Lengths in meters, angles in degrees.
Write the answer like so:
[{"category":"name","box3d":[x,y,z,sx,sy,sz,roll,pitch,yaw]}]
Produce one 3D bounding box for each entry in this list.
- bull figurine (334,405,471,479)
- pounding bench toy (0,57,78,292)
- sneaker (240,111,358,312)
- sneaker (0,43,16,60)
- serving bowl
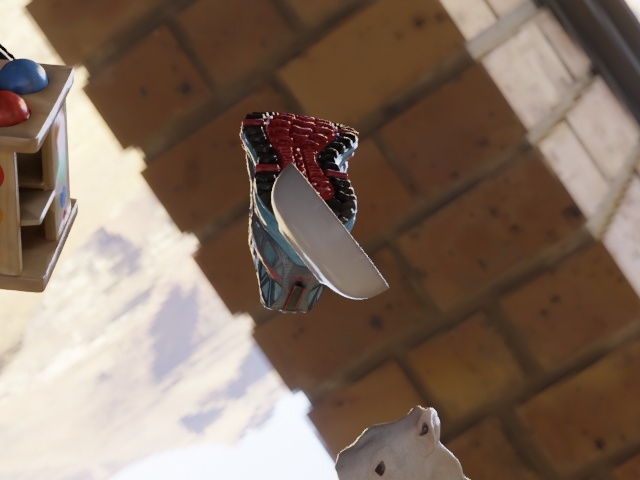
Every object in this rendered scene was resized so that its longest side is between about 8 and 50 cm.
[{"category":"bull figurine","box3d":[0.102,0.257,1.034,0.188,0.310,0.101,2,-171,8]},{"category":"pounding bench toy","box3d":[-0.127,-0.027,0.512,0.083,0.065,0.052,5,-147,3]},{"category":"sneaker","box3d":[-0.029,-0.026,1.342,0.262,0.104,0.125,-86,-172,-65]},{"category":"sneaker","box3d":[-0.414,-0.114,1.063,0.447,0.257,0.169,5,-159,-37]},{"category":"serving bowl","box3d":[0.000,0.000,0.810,0.027,0.083,0.083,-38,-177,0]}]
